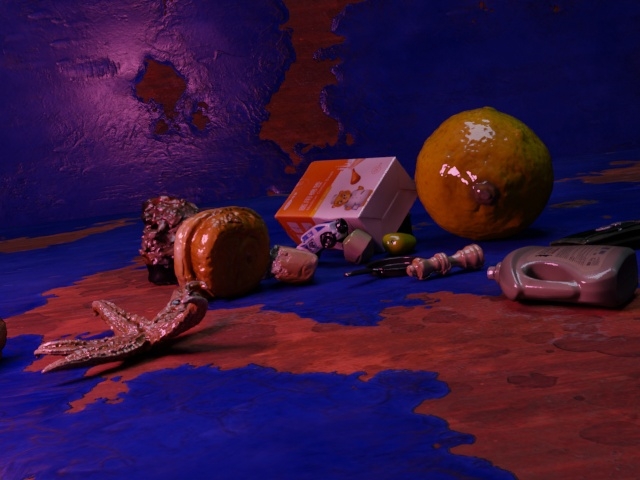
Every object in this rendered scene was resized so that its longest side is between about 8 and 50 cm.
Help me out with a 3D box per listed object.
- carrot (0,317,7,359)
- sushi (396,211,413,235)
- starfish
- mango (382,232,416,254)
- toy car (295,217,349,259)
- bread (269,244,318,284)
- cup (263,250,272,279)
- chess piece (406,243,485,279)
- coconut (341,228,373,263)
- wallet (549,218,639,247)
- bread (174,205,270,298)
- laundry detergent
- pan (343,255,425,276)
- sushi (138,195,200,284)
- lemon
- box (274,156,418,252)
[{"bbox_3d":[-0.617,0.195,1.360,0.102,0.101,0.263,-7,11,-1],"label":"carrot"},{"bbox_3d":[0.207,-0.041,2.220,0.094,0.084,0.098,-9,14,-3],"label":"sushi"},{"bbox_3d":[-0.317,0.148,1.411,0.327,0.094,0.375,-14,12,27],"label":"starfish"},{"bbox_3d":[0.201,0.006,2.022,0.073,0.056,0.108,6,12,33],"label":"mango"},{"bbox_3d":[0.000,0.000,1.995,0.171,0.070,0.080,-36,-8,33],"label":"toy car"},{"bbox_3d":[-0.063,0.057,1.811,0.106,0.082,0.125,19,-4,-9],"label":"bread"},{"bbox_3d":[-0.134,0.048,1.919,0.075,0.083,0.054,-3,10,23],"label":"cup"},{"bbox_3d":[0.264,0.050,1.725,0.172,0.060,0.060,-12,11,-18],"label":"chess piece"},{"bbox_3d":[0.092,0.019,1.964,0.081,0.083,0.082,32,-3,0],"label":"coconut"},{"bbox_3d":[0.658,-0.011,1.820,0.236,0.055,0.160,-9,3,-12],"label":"wallet"},{"bbox_3d":[-0.209,0.025,1.766,0.236,0.198,0.120,-12,18,-41],"label":"bread"},{"bbox_3d":[0.415,0.063,1.422,0.253,0.091,0.181,0,17,36],"label":"laundry detergent"},{"bbox_3d":[0.134,0.066,1.790,0.235,0.028,0.136,-11,9,-44],"label":"pan"},{"bbox_3d":[-0.354,-0.012,2.038,0.225,0.218,0.238,-17,13,-31],"label":"sushi"},{"bbox_3d":[0.414,-0.164,2.051,0.350,0.349,0.387,-4,17,18],"label":"lemon"},{"bbox_3d":[0.067,-0.099,2.195,0.341,0.143,0.225,2,52,48],"label":"box"}]
